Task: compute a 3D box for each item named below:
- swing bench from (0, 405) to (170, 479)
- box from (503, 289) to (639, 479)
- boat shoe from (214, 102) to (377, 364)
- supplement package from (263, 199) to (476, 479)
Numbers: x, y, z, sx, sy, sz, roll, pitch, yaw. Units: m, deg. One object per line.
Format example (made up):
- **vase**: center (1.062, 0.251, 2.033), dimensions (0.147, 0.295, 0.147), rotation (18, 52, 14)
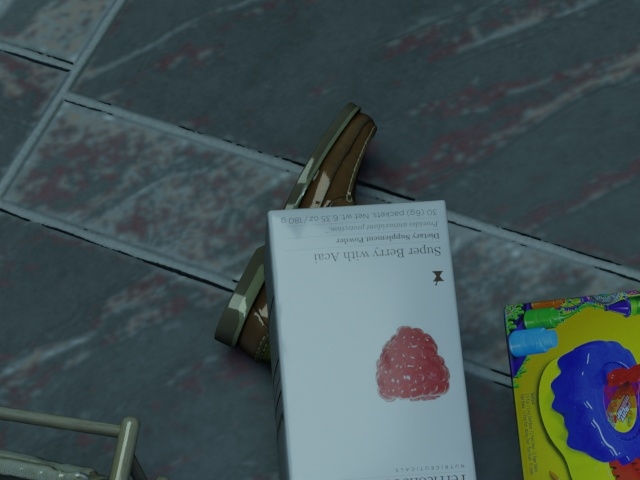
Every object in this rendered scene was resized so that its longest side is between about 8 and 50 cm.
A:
- **swing bench**: center (-0.309, 0.298, 1.757), dimensions (0.253, 0.165, 0.255), rotation (7, 60, 15)
- **box**: center (0.328, 0.209, 1.701), dimensions (0.279, 0.177, 0.290), rotation (-8, 58, 5)
- **boat shoe**: center (0.000, 0.000, 1.946), dimensions (0.104, 0.111, 0.307), rotation (26, 73, 4)
- **supplement package**: center (0.043, 0.129, 1.754), dimensions (0.177, 0.175, 0.293), rotation (-4, 72, -5)
